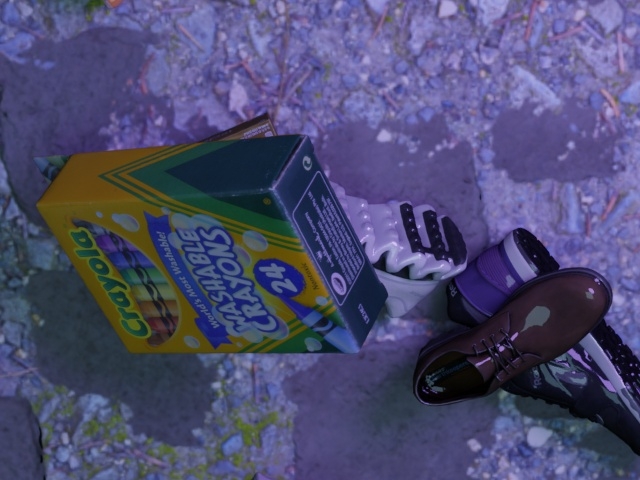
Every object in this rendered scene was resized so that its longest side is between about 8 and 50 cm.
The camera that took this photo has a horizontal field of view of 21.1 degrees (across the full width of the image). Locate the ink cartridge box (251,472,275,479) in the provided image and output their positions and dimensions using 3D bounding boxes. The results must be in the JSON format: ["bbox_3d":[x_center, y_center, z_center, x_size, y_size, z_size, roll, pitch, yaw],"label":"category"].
[{"bbox_3d":[-0.020,0.323,1.752,0.140,0.190,0.082,27,97,-8],"label":"ink cartridge box"}]

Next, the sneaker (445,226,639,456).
[{"bbox_3d":[0.244,0.127,1.788,0.124,0.107,0.283,-37,97,19],"label":"sneaker"}]

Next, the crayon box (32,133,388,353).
[{"bbox_3d":[-0.123,0.011,1.623,0.323,0.083,0.203,-2,131,33],"label":"crayon box"}]

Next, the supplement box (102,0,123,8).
[{"bbox_3d":[-0.136,-0.327,1.676,0.233,0.080,0.078,-36,102,6],"label":"supplement box"}]

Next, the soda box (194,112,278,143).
[{"bbox_3d":[-0.123,-0.064,1.737,0.181,0.058,0.061,-23,102,2],"label":"soda box"}]

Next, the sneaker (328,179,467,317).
[{"bbox_3d":[0.000,0.000,1.708,0.292,0.110,0.118,22,129,-22],"label":"sneaker"}]

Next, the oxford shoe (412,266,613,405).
[{"bbox_3d":[0.188,0.105,1.689,0.227,0.096,0.083,-35,97,23],"label":"oxford shoe"}]
